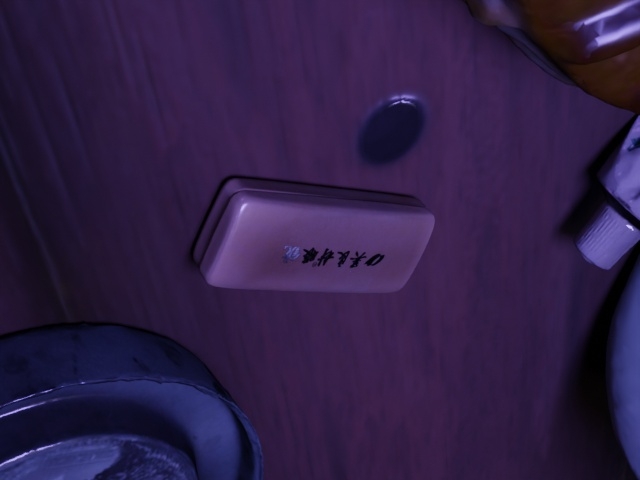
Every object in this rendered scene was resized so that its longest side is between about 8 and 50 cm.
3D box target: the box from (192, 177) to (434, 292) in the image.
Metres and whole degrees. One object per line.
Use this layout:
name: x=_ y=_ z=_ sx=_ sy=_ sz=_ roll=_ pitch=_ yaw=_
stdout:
box: x=0.000 y=0.000 z=0.526 sx=0.115 sy=0.025 sz=0.048 roll=5 pitch=125 yaw=-40

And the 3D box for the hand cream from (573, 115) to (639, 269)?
hand cream: x=0.226 y=-0.080 z=0.588 sx=0.257 sy=0.084 sz=0.050 roll=-42 pitch=156 yaw=12

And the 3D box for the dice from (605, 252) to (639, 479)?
dice: x=0.349 y=0.073 z=0.668 sx=0.262 sy=0.268 sz=0.264 roll=5 pitch=123 yaw=-41

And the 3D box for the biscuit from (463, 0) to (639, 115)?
biscuit: x=0.188 y=-0.189 z=0.431 sx=0.332 sy=0.103 sz=0.332 roll=-19 pitch=136 yaw=-20

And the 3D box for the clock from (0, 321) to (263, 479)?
clock: x=-0.130 y=0.129 z=0.536 sx=0.215 sy=0.042 sz=0.215 roll=-21 pitch=137 yaw=-21
